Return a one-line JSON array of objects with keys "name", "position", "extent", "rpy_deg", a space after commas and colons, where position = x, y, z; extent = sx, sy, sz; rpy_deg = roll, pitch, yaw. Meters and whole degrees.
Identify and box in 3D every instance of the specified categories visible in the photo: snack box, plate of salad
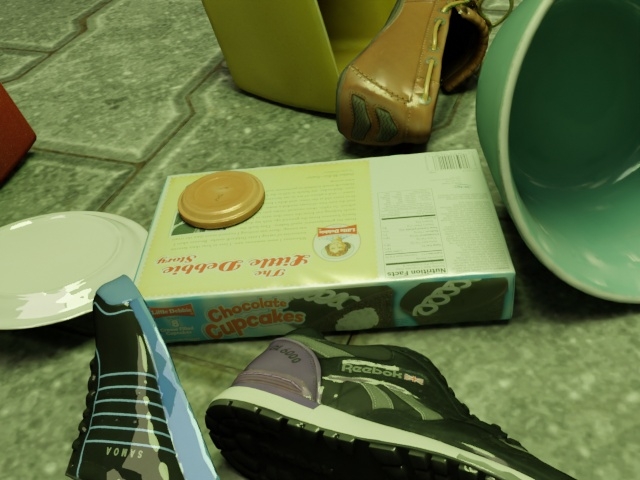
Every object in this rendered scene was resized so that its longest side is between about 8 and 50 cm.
[{"name": "snack box", "position": [0.000, 0.000, 0.638], "extent": [0.322, 0.060, 0.187], "rpy_deg": [-4, 40, 5]}, {"name": "plate of salad", "position": [-0.260, 0.029, 0.657], "extent": [0.200, 0.048, 0.200], "rpy_deg": [-1, 32, 0]}]

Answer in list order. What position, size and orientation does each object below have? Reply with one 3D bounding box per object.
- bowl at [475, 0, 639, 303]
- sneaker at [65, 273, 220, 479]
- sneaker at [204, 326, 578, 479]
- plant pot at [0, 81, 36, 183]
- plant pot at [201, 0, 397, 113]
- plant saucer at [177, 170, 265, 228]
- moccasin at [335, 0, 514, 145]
[{"name": "bowl", "position": [0.260, -0.119, 0.590], "extent": [0.311, 0.311, 0.163], "rpy_deg": [-16, 22, -9]}, {"name": "sneaker", "position": [-0.136, 0.126, 0.476], "extent": [0.090, 0.081, 0.232], "rpy_deg": [-21, 55, -16]}, {"name": "sneaker", "position": [0.070, 0.123, 0.457], "extent": [0.283, 0.107, 0.124], "rpy_deg": [15, 40, 25]}, {"name": "plant pot", "position": [-0.516, -0.110, 0.715], "extent": [0.267, 0.267, 0.236], "rpy_deg": [2, 55, 11]}, {"name": "plant pot", "position": [-0.027, -0.301, 0.896], "extent": [0.187, 0.212, 0.212], "rpy_deg": [3, 40, 32]}, {"name": "plant saucer", "position": [-0.094, -0.042, 0.646], "extent": [0.083, 0.013, 0.083], "rpy_deg": [-6, 40, 5]}, {"name": "moccasin", "position": [0.151, -0.248, 0.845], "extent": [0.147, 0.139, 0.380], "rpy_deg": [17, 43, 17]}]
